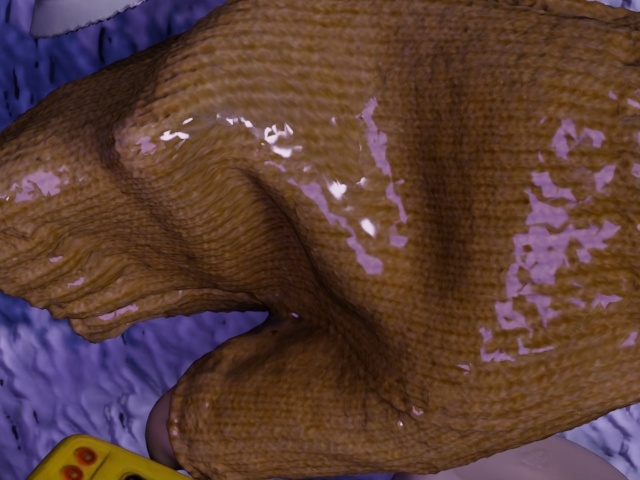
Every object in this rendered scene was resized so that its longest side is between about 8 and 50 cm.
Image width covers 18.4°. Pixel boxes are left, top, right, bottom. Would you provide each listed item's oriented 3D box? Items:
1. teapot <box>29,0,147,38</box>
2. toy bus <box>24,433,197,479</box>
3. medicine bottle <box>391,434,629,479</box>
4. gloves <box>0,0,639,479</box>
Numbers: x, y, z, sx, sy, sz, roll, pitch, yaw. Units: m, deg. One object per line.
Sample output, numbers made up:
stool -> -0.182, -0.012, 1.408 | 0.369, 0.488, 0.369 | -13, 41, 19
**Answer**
teapot -> -0.127, -0.210, 0.768 | 0.184, 0.183, 0.250 | -18, 111, 23
toy bus -> -0.109, 0.241, 0.866 | 0.151, 0.145, 0.331 | 27, 132, 5
medicine bottle -> 0.058, 0.209, 0.861 | 0.114, 0.114, 0.252 | 20, 112, 12
gloves -> 0.012, -0.007, 0.786 | 0.356, 0.155, 0.203 | -4, 115, 18
